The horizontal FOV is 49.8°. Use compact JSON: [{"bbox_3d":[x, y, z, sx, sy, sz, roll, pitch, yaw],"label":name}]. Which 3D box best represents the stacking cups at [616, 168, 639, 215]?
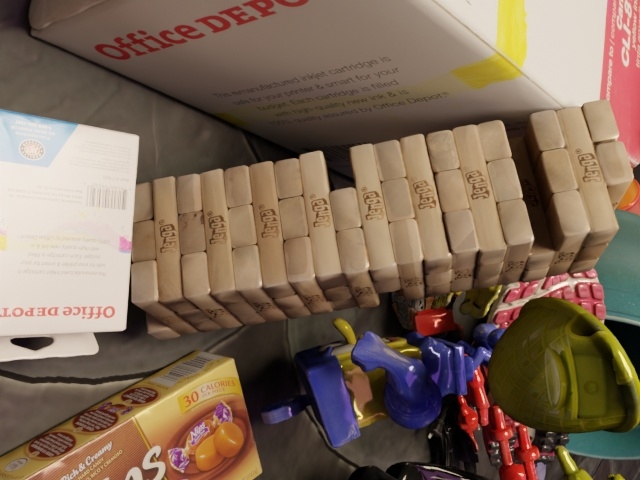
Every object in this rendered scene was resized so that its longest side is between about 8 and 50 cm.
[{"bbox_3d":[0.450,-0.124,1.090,0.316,0.096,0.096,38,64,-40],"label":"stacking cups"}]

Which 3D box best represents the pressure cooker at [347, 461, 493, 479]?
[{"bbox_3d":[0.115,0.410,0.555,0.420,0.375,0.370,-53,124,-30],"label":"pressure cooker"}]

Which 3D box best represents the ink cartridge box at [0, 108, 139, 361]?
[{"bbox_3d":[-0.180,0.000,0.430,0.092,0.090,0.143,6,88,-46],"label":"ink cartridge box"}]

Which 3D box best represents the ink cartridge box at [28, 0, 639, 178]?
[{"bbox_3d":[0.036,-0.170,0.515,0.385,0.279,0.160,17,78,-46],"label":"ink cartridge box"}]

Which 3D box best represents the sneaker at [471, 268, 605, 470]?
[{"bbox_3d":[0.207,0.117,0.733,0.121,0.112,0.299,-5,128,-7],"label":"sneaker"}]

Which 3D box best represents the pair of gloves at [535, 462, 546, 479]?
[{"bbox_3d":[0.316,0.272,1.017,0.198,0.023,0.159,35,66,-42],"label":"pair of gloves"}]

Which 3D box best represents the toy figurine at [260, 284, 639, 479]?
[{"bbox_3d":[0.064,0.140,0.545,0.217,0.362,0.191,-11,91,-7],"label":"toy figurine"}]

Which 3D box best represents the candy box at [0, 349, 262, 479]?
[{"bbox_3d":[-0.136,0.171,0.512,0.187,0.053,0.109,-25,110,-45],"label":"candy box"}]

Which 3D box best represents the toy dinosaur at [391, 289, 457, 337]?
[{"bbox_3d":[0.187,-0.045,0.778,0.218,0.164,0.322,19,107,-27],"label":"toy dinosaur"}]

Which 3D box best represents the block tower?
[{"bbox_3d":[0.031,-0.008,0.475,0.097,0.335,0.091,65,16,-67],"label":"block tower"}]

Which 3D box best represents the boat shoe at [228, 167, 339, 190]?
[{"bbox_3d":[0.000,0.000,0.626,0.226,0.083,0.076,21,76,-46],"label":"boat shoe"}]

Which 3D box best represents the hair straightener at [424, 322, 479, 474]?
[{"bbox_3d":[0.146,0.217,0.828,0.089,0.047,0.230,-25,114,-43],"label":"hair straightener"}]

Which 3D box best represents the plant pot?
[{"bbox_3d":[0.364,0.100,0.908,0.271,0.272,0.255,59,37,-30],"label":"plant pot"}]
